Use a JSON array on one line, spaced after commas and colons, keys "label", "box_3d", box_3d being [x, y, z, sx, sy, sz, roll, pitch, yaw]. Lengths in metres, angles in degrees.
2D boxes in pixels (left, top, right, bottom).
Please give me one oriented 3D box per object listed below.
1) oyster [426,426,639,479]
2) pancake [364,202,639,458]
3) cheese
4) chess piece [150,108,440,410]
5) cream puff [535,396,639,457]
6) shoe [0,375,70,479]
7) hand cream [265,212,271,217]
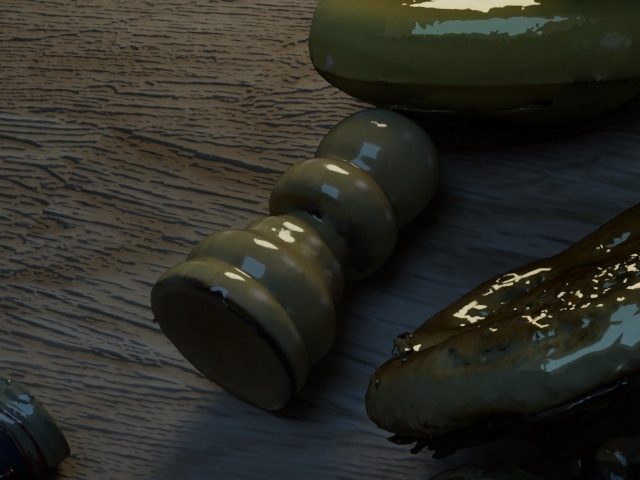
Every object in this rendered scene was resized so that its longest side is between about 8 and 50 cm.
[{"label": "oyster", "box_3d": [0.181, 0.169, 1.057, 0.294, 0.094, 0.166, -30, 59, 29]}, {"label": "pancake", "box_3d": [0.191, 0.035, 1.192, 0.382, 0.071, 0.382, -26, 4, 2]}, {"label": "cheese", "box_3d": [0.163, -0.190, 1.505, 0.315, 0.128, 0.259, 16, 50, 24]}, {"label": "chess piece", "box_3d": [0.000, 0.000, 1.422, 0.142, 0.143, 0.261, 19, 53, 38]}, {"label": "cream puff", "box_3d": [0.217, 0.136, 1.167, 0.156, 0.121, 0.156, -9, 79, 55]}, {"label": "shoe", "box_3d": [-0.313, 0.162, 1.433, 0.227, 0.099, 0.125, 13, 53, 31]}, {"label": "hand cream", "box_3d": [-0.031, -0.008, 1.511, 0.165, 0.037, 0.057, -48, 46, -12]}]
